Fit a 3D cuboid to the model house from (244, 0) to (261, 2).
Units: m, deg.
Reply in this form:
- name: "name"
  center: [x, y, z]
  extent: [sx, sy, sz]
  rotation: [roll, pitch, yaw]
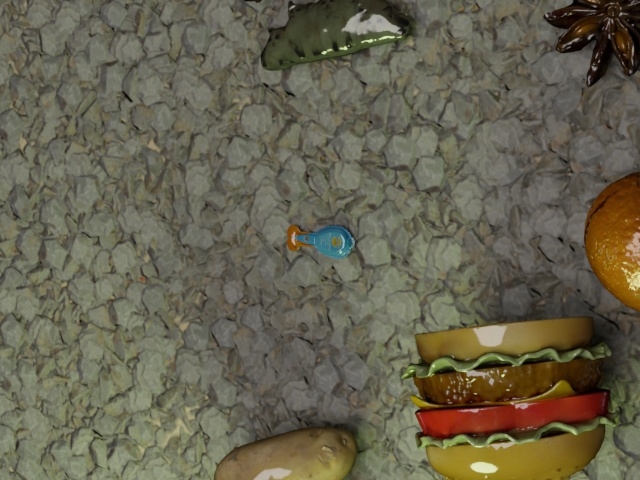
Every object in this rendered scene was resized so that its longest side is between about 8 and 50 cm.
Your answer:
- name: "model house"
  center: [-0.050, -0.458, 1.977]
  extent: [0.237, 0.237, 0.202]
  rotation: [-14, 82, 24]

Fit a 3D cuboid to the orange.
- name: "orange"
  center: [0.414, 0.008, 1.799]
  extent: [0.193, 0.193, 0.161]
  rotation: [41, 119, 18]

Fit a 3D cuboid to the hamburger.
- name: "hamburger"
  center: [0.241, 0.210, 1.864]
  extent: [0.274, 0.274, 0.212]
  rotation: [-8, 85, 28]

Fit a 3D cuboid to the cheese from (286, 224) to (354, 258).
- name: "cheese"
  center: [0.000, 0.000, 2.113]
  extent: [0.111, 0.017, 0.047]
  rotation: [6, 95, 27]

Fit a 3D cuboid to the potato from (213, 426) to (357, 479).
- name: "potato"
  center: [-0.063, 0.333, 2.096]
  extent: [0.234, 0.161, 0.128]
  rotation: [-33, 80, 37]

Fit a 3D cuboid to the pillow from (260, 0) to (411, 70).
- name: "pillow"
  center: [0.014, -0.301, 2.055]
  extent: [0.241, 0.051, 0.093]
  rotation: [-9, 96, 29]

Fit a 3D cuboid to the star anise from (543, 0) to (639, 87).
- name: "star anise"
  center: [0.373, -0.251, 1.851]
  extent: [0.177, 0.073, 0.234]
  rotation: [-9, 74, 20]
